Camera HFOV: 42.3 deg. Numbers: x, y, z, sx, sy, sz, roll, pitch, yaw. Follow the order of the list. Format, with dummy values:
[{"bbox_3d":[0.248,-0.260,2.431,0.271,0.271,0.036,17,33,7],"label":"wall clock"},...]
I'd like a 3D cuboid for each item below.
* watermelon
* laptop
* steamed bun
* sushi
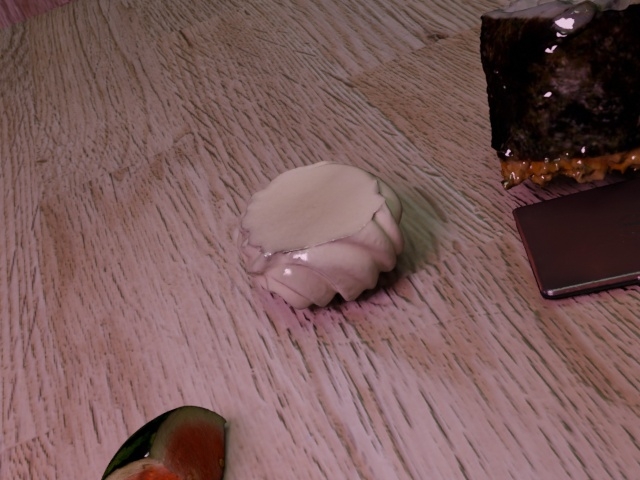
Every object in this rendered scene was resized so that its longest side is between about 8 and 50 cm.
[{"bbox_3d":[-0.116,0.190,0.697,0.094,0.125,0.135,38,39,18],"label":"watermelon"},{"bbox_3d":[0.303,-0.009,0.808,0.207,0.026,0.154,-14,36,8],"label":"laptop"},{"bbox_3d":[0.000,0.000,0.864,0.183,0.106,0.183,-14,38,11],"label":"steamed bun"},{"bbox_3d":[0.336,-0.183,0.886,0.349,0.207,0.234,-10,18,-3],"label":"sushi"}]
